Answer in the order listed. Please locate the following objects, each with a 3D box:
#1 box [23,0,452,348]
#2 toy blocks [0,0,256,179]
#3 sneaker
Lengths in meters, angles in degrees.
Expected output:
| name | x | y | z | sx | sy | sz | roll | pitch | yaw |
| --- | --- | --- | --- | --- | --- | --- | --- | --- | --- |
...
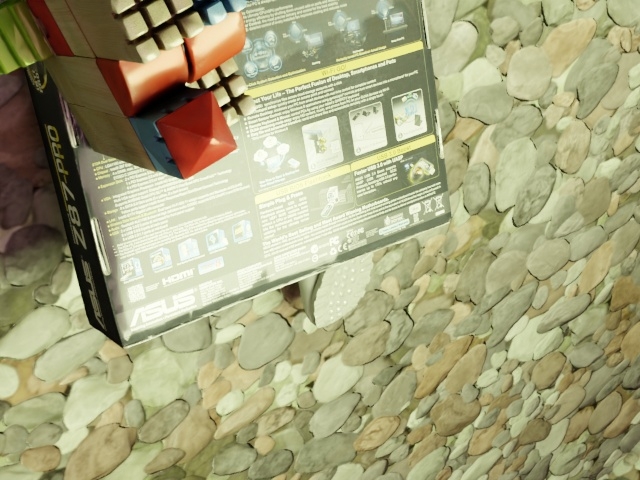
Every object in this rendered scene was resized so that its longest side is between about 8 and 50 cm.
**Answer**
| name | x | y | z | sx | sy | sz | roll | pitch | yaw |
| --- | --- | --- | --- | --- | --- | --- | --- | --- | --- |
| box | -0.064 | -0.112 | 1.032 | 0.395 | 0.097 | 0.318 | -21 | 114 | -27 |
| toy blocks | -0.146 | -0.194 | 0.753 | 0.191 | 0.261 | 0.381 | -35 | 116 | -20 |
| sneaker | 0.000 | 0.000 | 1.255 | 0.090 | 0.095 | 0.235 | -30 | 137 | -34 |
